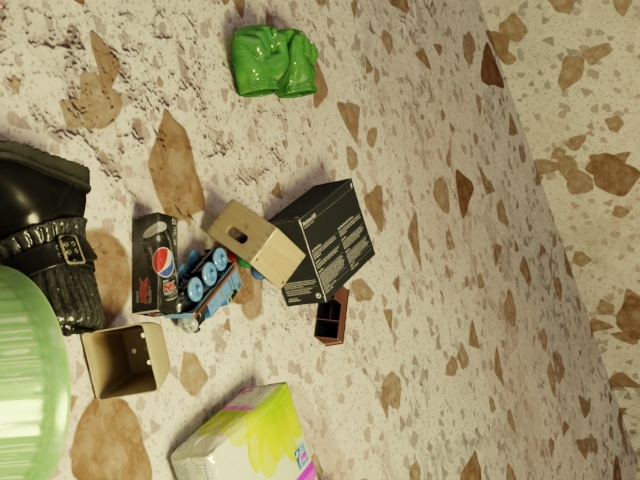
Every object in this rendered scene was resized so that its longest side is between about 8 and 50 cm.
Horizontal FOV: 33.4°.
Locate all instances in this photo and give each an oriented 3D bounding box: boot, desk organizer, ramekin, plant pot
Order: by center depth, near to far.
[{"bbox_3d":[-0.444,0.176,1.240,0.148,0.303,0.303,4,78,-52],"label":"ramekin"},{"bbox_3d":[-0.427,0.005,1.477,0.348,0.131,0.260,13,70,-58],"label":"boot"},{"bbox_3d":[-0.296,0.181,1.684,0.096,0.109,0.109,-26,104,-72],"label":"plant pot"},{"bbox_3d":[0.024,0.156,2.288,0.050,0.047,0.130,40,48,-45],"label":"desk organizer"}]

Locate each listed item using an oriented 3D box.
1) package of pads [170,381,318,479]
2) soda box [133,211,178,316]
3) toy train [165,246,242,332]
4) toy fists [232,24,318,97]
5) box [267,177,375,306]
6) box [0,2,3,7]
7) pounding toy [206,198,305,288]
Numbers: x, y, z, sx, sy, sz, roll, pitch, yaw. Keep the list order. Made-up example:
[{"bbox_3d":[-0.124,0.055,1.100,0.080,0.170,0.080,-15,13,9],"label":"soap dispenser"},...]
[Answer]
[{"bbox_3d":[-0.127,0.404,1.895,0.296,0.101,0.229,-38,114,-58],"label":"package of pads"},{"bbox_3d":[-0.277,0.041,1.793,0.053,0.060,0.169,18,66,-56],"label":"soda box"},{"bbox_3d":[-0.209,0.087,1.882,0.184,0.080,0.105,-56,134,-51],"label":"toy train"},{"bbox_3d":[-0.090,-0.375,2.212,0.279,0.096,0.142,-12,91,-59],"label":"toy fists"},{"bbox_3d":[0.000,0.000,2.240,0.261,0.103,0.184,-40,118,-56],"label":"box"},{"bbox_3d":[-0.564,-0.301,1.328,0.300,0.142,0.154,-48,123,-54],"label":"box"},{"bbox_3d":[-0.125,0.015,2.020,0.094,0.181,0.206,-53,146,-6],"label":"pounding toy"}]
